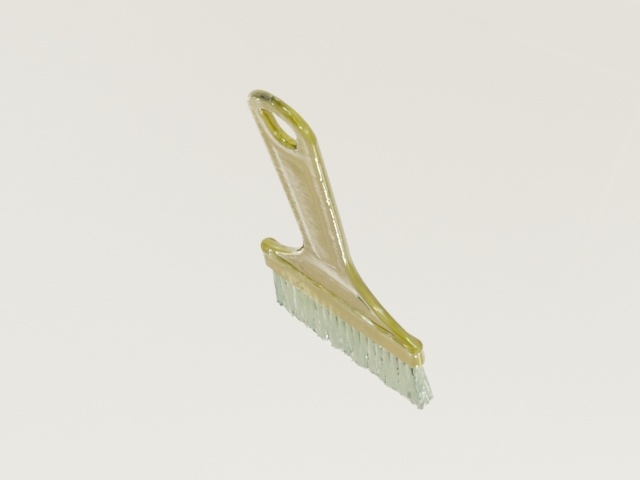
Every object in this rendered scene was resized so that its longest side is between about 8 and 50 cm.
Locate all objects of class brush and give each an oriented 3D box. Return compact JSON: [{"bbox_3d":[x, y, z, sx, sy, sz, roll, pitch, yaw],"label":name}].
[{"bbox_3d":[0.000,0.000,0.719,0.083,0.011,0.205,35,163,24],"label":"brush"}]
